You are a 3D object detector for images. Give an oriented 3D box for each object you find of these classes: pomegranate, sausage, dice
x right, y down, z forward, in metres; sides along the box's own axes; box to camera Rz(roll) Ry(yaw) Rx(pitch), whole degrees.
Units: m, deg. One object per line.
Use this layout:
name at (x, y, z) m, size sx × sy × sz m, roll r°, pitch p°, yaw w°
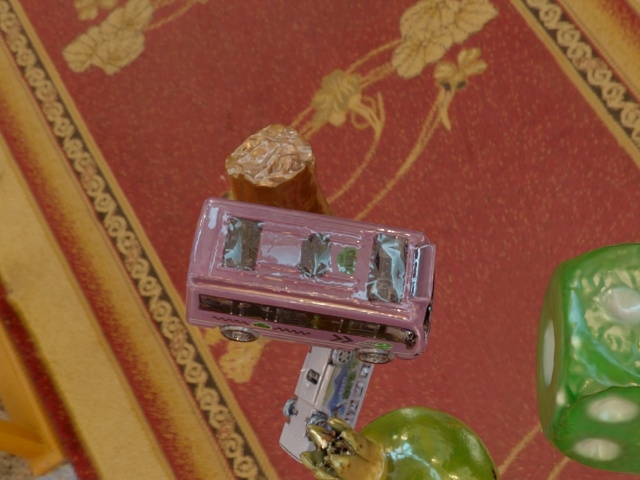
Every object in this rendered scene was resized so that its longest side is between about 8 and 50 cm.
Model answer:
pomegranate at (0.125, 0.408, 1.374) m, size 0.310 × 0.358 × 0.216 m, roll -47°, pitch 35°, yaw 3°
sausage at (-0.004, 0.000, 0.830) m, size 0.103 × 0.302 × 0.076 m, roll 12°, pitch 65°, yaw 32°
dice at (0.520, 0.195, 1.460) m, size 0.300 × 0.297 × 0.287 m, roll 6°, pitch 48°, yaw 6°

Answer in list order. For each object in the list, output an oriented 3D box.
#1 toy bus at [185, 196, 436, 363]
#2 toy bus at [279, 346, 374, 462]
toy bus at (-0.004, 0.029, 0.634) m, size 0.178 × 0.098 × 0.087 m, roll 10°, pitch 64°, yaw -2°
toy bus at (0.026, 0.284, 1.805) m, size 0.109 × 0.136 × 0.330 m, roll 25°, pitch 100°, yaw 49°
